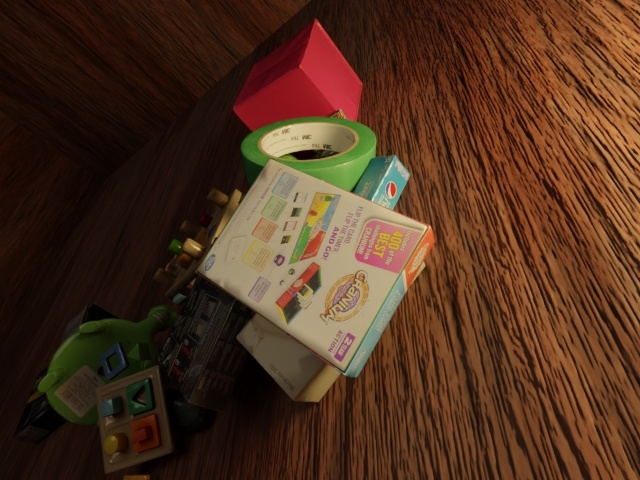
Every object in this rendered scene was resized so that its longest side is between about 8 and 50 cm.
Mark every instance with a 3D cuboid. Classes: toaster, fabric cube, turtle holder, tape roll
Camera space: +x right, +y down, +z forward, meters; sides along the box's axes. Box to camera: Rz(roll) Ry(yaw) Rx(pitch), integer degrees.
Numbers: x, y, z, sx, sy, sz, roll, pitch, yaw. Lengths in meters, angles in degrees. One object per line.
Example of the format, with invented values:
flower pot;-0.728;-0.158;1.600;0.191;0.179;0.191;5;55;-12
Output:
toaster;-0.711;0.306;1.304;0.110;0.186;0.168;-40;36;5
fabric cube;-0.057;-0.428;1.234;0.258;0.254;0.259;-18;44;34
turtle holder;-0.542;0.303;1.075;0.227;0.243;0.321;144;141;-67
tape roll;-0.027;-0.208;0.994;0.320;0.077;0.321;-2;36;1

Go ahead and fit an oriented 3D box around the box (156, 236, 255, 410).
box;-0.208;0.147;0.843;0.242;0.076;0.308;4;68;55

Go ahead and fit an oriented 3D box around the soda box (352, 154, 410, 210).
soda box;0.108;-0.078;0.879;0.071;0.067;0.210;8;63;51

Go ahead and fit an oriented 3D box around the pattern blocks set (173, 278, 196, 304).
pattern blocks set;-0.322;0.058;1.254;0.324;0.026;0.286;-26;40;29

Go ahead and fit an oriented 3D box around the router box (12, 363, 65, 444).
router box;-0.866;0.491;1.384;0.308;0.081;0.243;-37;37;16

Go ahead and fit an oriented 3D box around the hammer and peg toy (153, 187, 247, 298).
hammer and peg toy;-0.304;-0.033;1.138;0.265;0.127;0.362;-35;31;42

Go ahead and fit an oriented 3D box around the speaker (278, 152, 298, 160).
speaker;-0.089;-0.161;1.121;0.131;0.131;0.297;-44;35;7

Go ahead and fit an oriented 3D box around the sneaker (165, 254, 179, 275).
sneaker;-0.431;0.073;1.286;0.064;0.061;0.158;-19;44;27

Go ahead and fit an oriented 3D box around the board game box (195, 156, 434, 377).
board game box;-0.019;0.027;0.662;0.316;0.064;0.242;28;82;28

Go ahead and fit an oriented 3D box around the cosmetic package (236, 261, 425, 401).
cosmetic package;0.022;0.104;0.717;0.160;0.113;0.310;36;85;29

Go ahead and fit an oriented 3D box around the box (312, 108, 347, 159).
box;0.025;-0.292;1.150;0.136;0.094;0.027;-22;35;34

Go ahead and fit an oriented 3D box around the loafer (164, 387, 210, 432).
loafer;-0.326;0.371;0.913;0.223;0.078;0.076;-9;51;43

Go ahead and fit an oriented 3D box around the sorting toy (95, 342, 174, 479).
sorting toy;-0.409;0.384;0.879;0.195;0.047;0.348;-24;70;15
